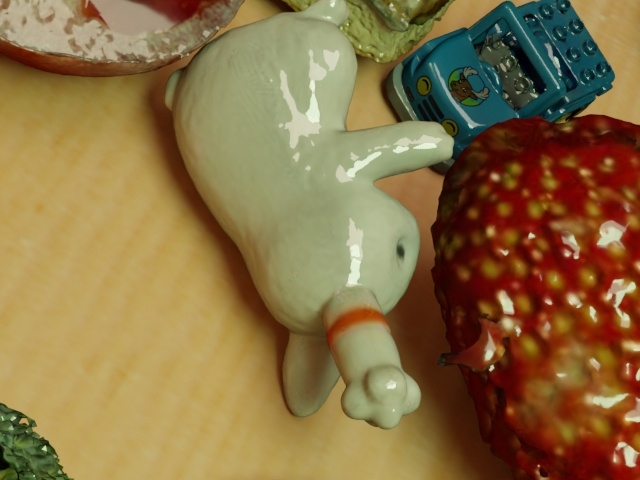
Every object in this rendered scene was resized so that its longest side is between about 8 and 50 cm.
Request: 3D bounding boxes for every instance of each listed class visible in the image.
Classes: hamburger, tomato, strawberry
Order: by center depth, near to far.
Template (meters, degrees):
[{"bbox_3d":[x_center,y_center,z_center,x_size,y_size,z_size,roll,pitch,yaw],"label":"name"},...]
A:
[{"bbox_3d":[0.204,0.091,0.735,0.343,0.292,0.292,30,52,-5],"label":"strawberry"},{"bbox_3d":[-0.166,-0.180,0.778,0.228,0.112,0.199,22,62,-15],"label":"tomato"},{"bbox_3d":[0.012,-0.234,0.920,0.207,0.135,0.155,25,20,9],"label":"hamburger"}]

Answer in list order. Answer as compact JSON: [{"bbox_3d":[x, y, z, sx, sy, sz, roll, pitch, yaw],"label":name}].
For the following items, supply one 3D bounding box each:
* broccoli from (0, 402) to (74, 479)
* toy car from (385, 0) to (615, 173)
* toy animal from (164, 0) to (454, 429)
[{"bbox_3d":[-0.231,0.216,0.466,0.252,0.221,0.361,42,61,7],"label":"broccoli"},{"bbox_3d":[0.152,-0.133,0.936,0.191,0.100,0.097,-26,81,-33],"label":"toy car"},{"bbox_3d":[0.009,-0.010,0.763,0.138,0.140,0.282,-19,69,-24],"label":"toy animal"}]
